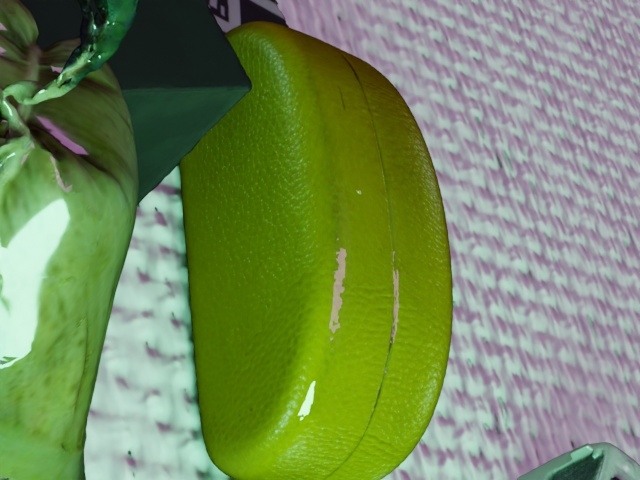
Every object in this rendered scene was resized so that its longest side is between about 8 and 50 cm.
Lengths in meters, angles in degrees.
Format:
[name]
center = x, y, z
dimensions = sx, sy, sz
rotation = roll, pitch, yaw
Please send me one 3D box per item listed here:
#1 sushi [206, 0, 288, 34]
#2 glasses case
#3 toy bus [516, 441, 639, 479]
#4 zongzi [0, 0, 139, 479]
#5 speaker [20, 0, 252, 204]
[sushi]
center = -0.142, -0.280, 1.268
dimensions = 0.292, 0.059, 0.294
rotation = -6, 66, -50
[glasses case]
center = 0.000, 0.000, 1.095
dimensions = 0.141, 0.173, 0.371
rotation = 18, 48, -34
[toy bus]
center = 0.164, 0.287, 1.074
dimensions = 0.097, 0.138, 0.342
rotation = 43, 39, -10
[zongzi]
center = -0.121, 0.068, 0.688
dimensions = 0.418, 0.447, 0.181
rotation = 39, 30, -27
[speaker]
center = -0.221, -0.145, 0.964
dimensions = 0.232, 0.184, 0.254
rotation = -9, 65, -51
